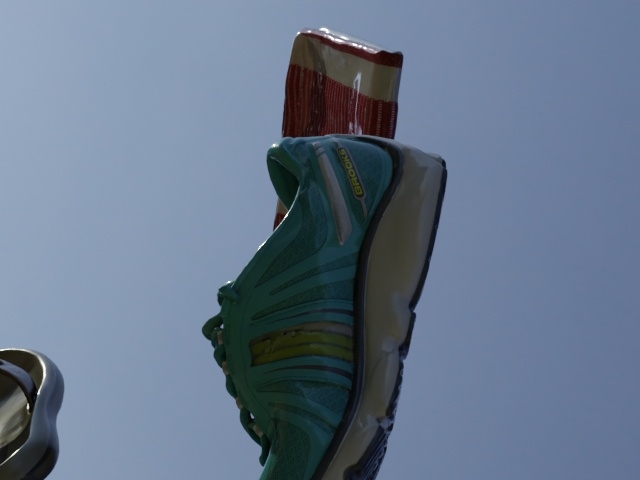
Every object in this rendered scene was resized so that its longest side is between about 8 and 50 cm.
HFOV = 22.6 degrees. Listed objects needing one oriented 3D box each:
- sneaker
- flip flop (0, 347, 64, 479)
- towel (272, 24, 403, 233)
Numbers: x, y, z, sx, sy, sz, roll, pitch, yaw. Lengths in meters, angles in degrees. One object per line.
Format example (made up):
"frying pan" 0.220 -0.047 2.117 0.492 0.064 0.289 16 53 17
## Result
"sneaker" -0.010 0.064 0.839 0.110 0.275 0.107 13 -31 2
"flip flop" -0.254 0.130 1.186 0.080 0.112 0.277 48 1 -17
"towel" 0.000 0.000 1.282 0.237 0.037 0.329 -141 -123 -70
